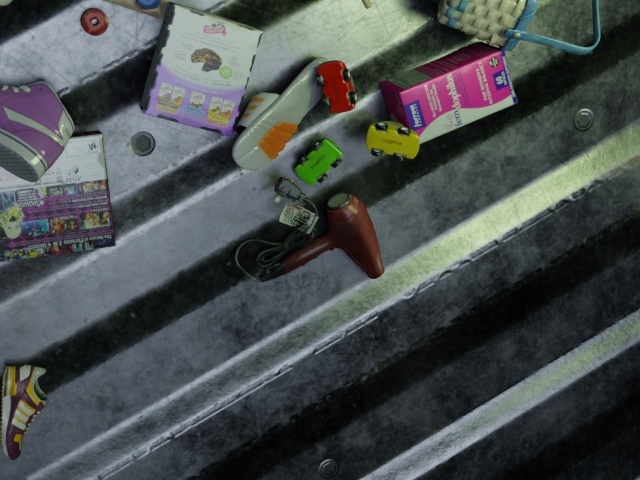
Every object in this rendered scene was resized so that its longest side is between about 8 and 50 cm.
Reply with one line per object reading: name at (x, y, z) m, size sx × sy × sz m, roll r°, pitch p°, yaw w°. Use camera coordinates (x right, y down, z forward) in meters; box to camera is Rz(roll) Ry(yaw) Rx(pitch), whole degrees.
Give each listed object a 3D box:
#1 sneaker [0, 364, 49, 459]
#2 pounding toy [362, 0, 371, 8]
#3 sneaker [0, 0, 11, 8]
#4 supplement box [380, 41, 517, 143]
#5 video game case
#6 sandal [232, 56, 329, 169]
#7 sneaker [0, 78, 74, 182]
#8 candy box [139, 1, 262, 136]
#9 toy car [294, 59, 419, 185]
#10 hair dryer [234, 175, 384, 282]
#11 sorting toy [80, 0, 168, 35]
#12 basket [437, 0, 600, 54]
sneaker at (-0.545, 0.320, 1.902) m, size 0.083 × 0.069 × 0.186 m, roll 1°, pitch 107°, yaw -12°
pounding toy at (0.101, -0.501, 1.830) m, size 0.206 × 0.094 × 0.181 m, roll 13°, pitch 102°, yaw -20°
sneaker at (-0.558, -0.515, 1.591) m, size 0.178 × 0.124 × 0.295 m, roll -37°, pitch 115°, yaw 26°
supplement box at (0.240, -0.278, 1.935) m, size 0.220 × 0.114 × 0.111 m, roll -24°, pitch 113°, yaw -7°
video game case at (-0.488, -0.077, 1.810) m, size 0.232 × 0.042 × 0.210 m, roll -9°, pitch 109°, yaw -14°
sandal at (-0.081, -0.236, 1.872) m, size 0.265 × 0.076 × 0.102 m, roll -50°, pitch 145°, yaw -20°
sneaker at (-0.548, -0.231, 1.728) m, size 0.282 × 0.102 × 0.161 m, roll 35°, pitch 61°, yaw -8°
candy box at (-0.211, -0.301, 1.810) m, size 0.164 × 0.070 × 0.196 m, roll 14°, pitch 103°, yaw -20°
toy car at (0.039, -0.193, 1.902) m, size 0.239 × 0.053 × 0.225 m, roll 42°, pitch 118°, yaw -9°
hair dryer at (0.000, 0.000, 1.984) m, size 0.293 × 0.080 × 0.224 m, roll 20°, pitch 119°, yaw -18°
sorting toy at (-0.307, -0.466, 1.742) m, size 0.132 × 0.046 × 0.275 m, roll 15°, pitch 101°, yaw -21°
basket at (0.363, -0.471, 1.841) m, size 0.288 × 0.201 × 0.255 m, roll 9°, pitch 69°, yaw -2°
